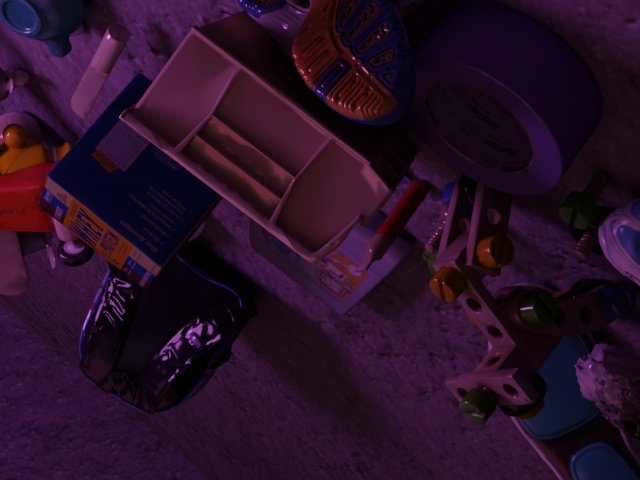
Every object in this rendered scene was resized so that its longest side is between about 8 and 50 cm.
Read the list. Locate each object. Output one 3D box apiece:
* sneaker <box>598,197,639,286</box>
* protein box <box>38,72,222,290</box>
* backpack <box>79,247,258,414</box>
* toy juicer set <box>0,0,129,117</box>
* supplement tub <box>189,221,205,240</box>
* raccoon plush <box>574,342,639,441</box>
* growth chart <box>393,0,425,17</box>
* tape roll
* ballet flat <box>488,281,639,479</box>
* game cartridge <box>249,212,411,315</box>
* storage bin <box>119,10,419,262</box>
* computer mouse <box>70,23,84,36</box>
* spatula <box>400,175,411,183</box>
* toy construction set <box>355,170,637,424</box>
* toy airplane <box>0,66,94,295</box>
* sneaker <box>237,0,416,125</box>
[{"bbox_3d":[0.383,0.047,1.411,0.237,0.085,0.086,39,151,-12],"label":"sneaker"},{"bbox_3d":[-0.248,-0.079,1.951,0.199,0.201,0.136,39,158,-3],"label":"protein box"},{"bbox_3d":[-0.265,0.144,2.326,0.276,0.263,0.213,34,-176,11],"label":"backpack"},{"bbox_3d":[-0.344,-0.324,1.797,0.209,0.089,0.329,-20,120,43],"label":"toy juicer set"},{"bbox_3d":[-0.232,-0.028,2.205,0.071,0.071,0.107,44,157,-15],"label":"supplement tub"},{"bbox_3d":[0.424,0.361,1.622,0.446,0.299,0.216,29,161,0],"label":"raccoon plush"},{"bbox_3d":[0.025,-0.306,1.338,0.237,0.021,0.172,41,159,-7],"label":"growth chart"},{"bbox_3d":[0.173,-0.136,1.369,0.189,0.080,0.189,31,156,15],"label":"tape roll"},{"bbox_3d":[0.326,0.226,1.755,0.400,0.139,0.139,60,155,-5],"label":"ballet flat"},{"bbox_3d":[0.000,0.000,1.936,0.198,0.062,0.297,34,158,-2],"label":"game cartridge"},{"bbox_3d":[-0.038,-0.118,1.489,0.260,0.123,0.262,38,-163,0],"label":"storage bin"},{"bbox_3d":[-0.408,-0.329,1.913,0.193,0.042,0.106,32,156,13],"label":"computer mouse"},{"bbox_3d":[-0.011,-0.158,1.667,0.296,0.030,0.084,45,159,-19],"label":"spatula"},{"bbox_3d":[0.167,0.062,1.556,0.308,0.237,0.257,17,151,41],"label":"toy construction set"},{"bbox_3d":[-0.532,-0.102,2.247,0.384,0.272,0.386,34,128,-25],"label":"toy airplane"},{"bbox_3d":[0.026,-0.192,1.395,0.131,0.112,0.296,47,-175,-45],"label":"sneaker"}]
